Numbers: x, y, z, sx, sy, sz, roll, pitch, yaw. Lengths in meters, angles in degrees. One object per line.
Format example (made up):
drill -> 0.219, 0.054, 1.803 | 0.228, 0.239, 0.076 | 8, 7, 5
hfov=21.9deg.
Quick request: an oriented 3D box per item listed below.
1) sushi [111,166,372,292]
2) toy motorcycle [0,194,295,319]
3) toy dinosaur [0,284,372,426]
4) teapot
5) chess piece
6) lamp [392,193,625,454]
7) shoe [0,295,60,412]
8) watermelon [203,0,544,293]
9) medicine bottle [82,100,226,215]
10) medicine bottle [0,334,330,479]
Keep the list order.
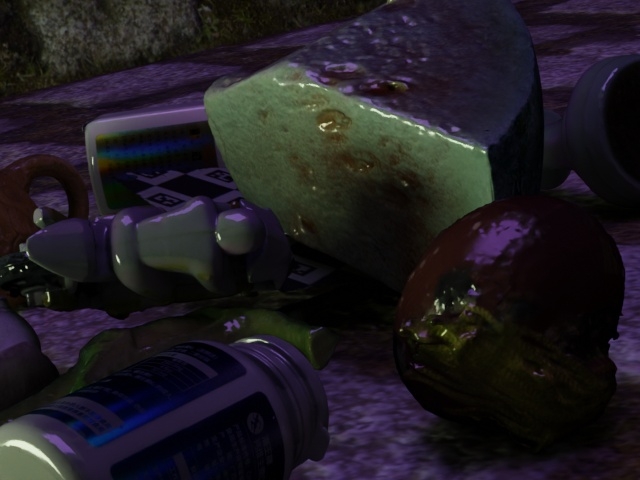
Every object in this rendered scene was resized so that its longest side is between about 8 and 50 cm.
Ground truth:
sushi -> 0.000, 0.000, 1.412 | 0.290, 0.050, 0.264 | -6, 25, -39
toy motorcycle -> -0.100, 0.010, 1.122 | 0.225, 0.073, 0.152 | 0, -15, -29
toy dinosaur -> -0.113, 0.079, 1.134 | 0.447, 0.087, 0.301 | -7, 12, -22
teapot -> -0.346, -0.020, 1.524 | 0.311, 0.167, 0.203 | -19, 16, -37
chess piece -> 0.223, -0.091, 1.584 | 0.139, 0.139, 0.271 | -18, 6, -34
lamp -> 0.122, 0.053, 0.998 | 0.135, 0.156, 0.157 | 40, 77, 23
shoe -> -0.349, 0.049, 1.168 | 0.351, 0.198, 0.172 | -1, 17, 35
watermelon -> 0.037, -0.083, 1.288 | 0.258, 0.228, 0.387 | 4, 28, -8
medicine bottle -> -0.139, -0.090, 1.792 | 0.219, 0.115, 0.078 | -7, 12, 7
medicine bottle -> -0.085, 0.118, 0.901 | 0.107, 0.107, 0.191 | 3, 17, 40
